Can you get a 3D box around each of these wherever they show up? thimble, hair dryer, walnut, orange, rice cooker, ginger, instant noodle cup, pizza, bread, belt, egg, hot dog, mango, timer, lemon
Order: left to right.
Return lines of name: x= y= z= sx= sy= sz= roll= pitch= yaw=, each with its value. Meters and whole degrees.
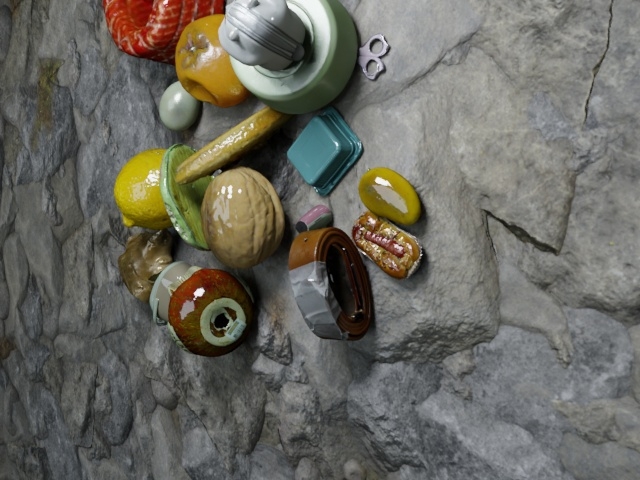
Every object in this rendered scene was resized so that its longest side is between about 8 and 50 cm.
ginger: x=-0.540 y=0.049 z=1.788 sx=0.219 sy=0.123 sz=0.270 roll=44 pitch=109 yaw=26
lemon: x=-0.480 y=-0.146 z=1.642 sx=0.253 sy=0.228 sz=0.228 roll=-34 pitch=67 yaw=-1
thimble: x=-0.446 y=-0.677 z=1.597 sx=0.350 sy=0.230 sz=0.350 roll=3 pitch=95 yaw=38
rice cooker: x=-0.424 y=0.165 z=1.679 sx=0.127 sy=0.145 sz=0.206 roll=22 pitch=109 yaw=27
egg: x=-0.413 y=-0.395 z=1.656 sx=0.114 sy=0.114 sz=0.152 roll=35 pitch=109 yaw=33
bread: x=-0.338 y=-0.117 z=1.502 sx=0.045 sy=0.301 sz=0.301 roll=-14 pitch=83 yaw=16
orange: x=-0.274 y=-0.482 z=1.479 sx=0.249 sy=0.183 sz=0.249 roll=-4 pitch=81 yaw=25
pizza: x=-0.210 y=-0.242 z=1.409 sx=0.258 sy=0.268 sz=0.087 roll=-28 pitch=100 yaw=40
walnut: x=-0.201 y=-0.060 z=1.425 sx=0.225 sy=0.225 sz=0.261 roll=2 pitch=100 yaw=40
timer: x=-0.100 y=-0.431 z=1.192 sx=0.290 sy=0.315 sz=0.291 roll=2 pitch=96 yaw=19
instant noodle cup: x=0.000 y=-0.214 z=1.351 sx=0.179 sy=0.070 sz=0.157 roll=-49 pitch=65 yaw=30
hair dryer: x=0.004 y=0.000 z=1.354 sx=0.054 sy=0.106 sz=0.154 roll=-15 pitch=107 yaw=36
belt: x=0.024 y=0.101 z=1.263 sx=0.105 sy=0.184 sz=0.261 roll=-7 pitch=101 yaw=39
hot dog: x=0.144 y=0.010 z=1.249 sx=0.191 sy=0.059 sz=0.108 roll=40 pitch=112 yaw=34
mango: x=0.153 y=-0.093 z=1.223 sx=0.161 sy=0.076 sz=0.103 roll=41 pitch=112 yaw=27

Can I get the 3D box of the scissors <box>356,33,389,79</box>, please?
scissors: x=0.078 y=-0.431 z=1.307 sx=0.189 sy=0.015 sz=0.100 roll=20 pitch=107 yaw=39

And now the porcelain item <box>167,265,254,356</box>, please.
porcelain item: x=-0.309 y=0.188 z=1.540 sx=0.253 sy=0.253 sz=0.253 roll=3 pitch=94 yaw=40
